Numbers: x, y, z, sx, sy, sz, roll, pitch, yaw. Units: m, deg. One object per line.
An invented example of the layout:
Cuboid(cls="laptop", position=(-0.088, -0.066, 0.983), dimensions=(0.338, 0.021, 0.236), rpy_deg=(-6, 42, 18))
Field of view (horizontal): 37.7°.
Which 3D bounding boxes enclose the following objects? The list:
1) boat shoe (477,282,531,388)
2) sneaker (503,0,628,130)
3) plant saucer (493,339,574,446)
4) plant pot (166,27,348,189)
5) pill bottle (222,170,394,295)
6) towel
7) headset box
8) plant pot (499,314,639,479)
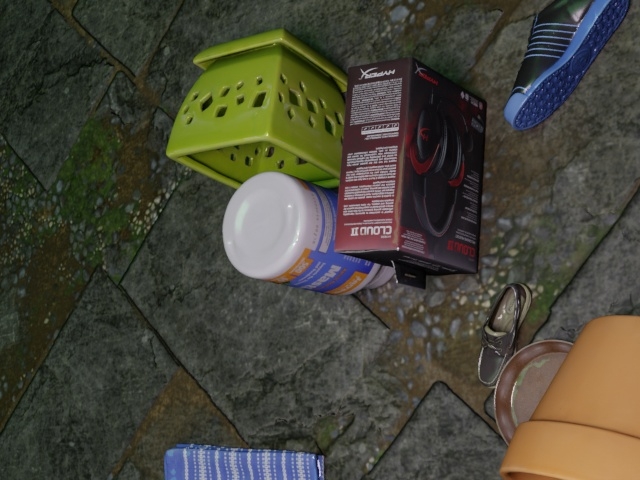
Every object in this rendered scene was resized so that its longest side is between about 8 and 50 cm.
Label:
Cuboid(cls="boat shoe", position=(0.244, 0.129, 1.291), dimensions=(0.056, 0.049, 0.152), rpy_deg=(15, 90, 39))
Cuboid(cls="sneaker", position=(0.322, -0.263, 1.301), dimensions=(0.232, 0.081, 0.090), rpy_deg=(-52, 51, 9))
Cuboid(cls="plant saucer", position=(0.310, 0.216, 1.235), dimensions=(0.168, 0.029, 0.168), rpy_deg=(-8, 76, 36))
Cuboid(cls="plant pot", position=(-0.083, -0.206, 1.516), dimensions=(0.227, 0.228, 0.207), rpy_deg=(-6, 70, 37))
Cuboid(cls="pill bottle", position=(0.000, 0.000, 1.368), dimensions=(0.152, 0.272, 0.152), rpy_deg=(-10, 74, 37))
Cuboid(cls="towel", position=(-0.136, 0.460, 1.528), dimensions=(0.336, 0.040, 0.243), rpy_deg=(-7, 77, 37))
Cuboid(cls="headset box", position=(0.131, -0.080, 1.317), dimensions=(0.110, 0.218, 0.293), rpy_deg=(-2, 78, 38))
Cuboid(cls="plant pot", position=(0.368, 0.213, 1.049), dimensions=(0.291, 0.291, 0.203), rpy_deg=(6, 68, 39))
